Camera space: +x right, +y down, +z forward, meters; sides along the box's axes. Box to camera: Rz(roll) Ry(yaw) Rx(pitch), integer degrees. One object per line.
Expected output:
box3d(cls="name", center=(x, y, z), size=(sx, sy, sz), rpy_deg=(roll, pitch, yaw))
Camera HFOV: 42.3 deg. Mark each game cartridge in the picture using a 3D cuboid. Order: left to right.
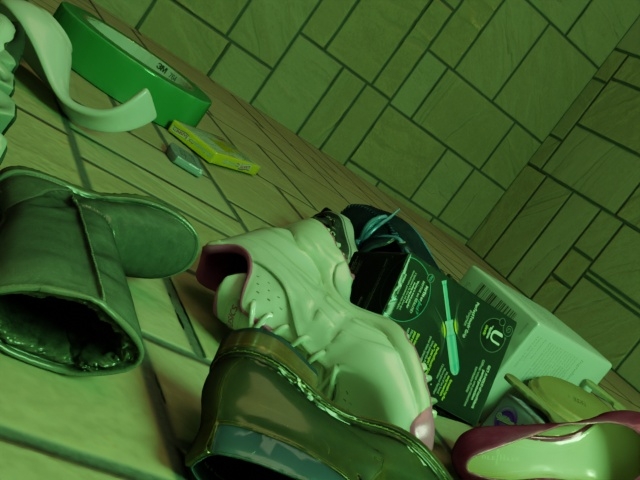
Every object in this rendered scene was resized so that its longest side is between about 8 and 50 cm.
box3d(cls="game cartridge", center=(-0.212, -0.126, 1.280), size=(0.056, 0.017, 0.083), rpy_deg=(35, 8, -24))

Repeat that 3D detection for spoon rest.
box3d(cls="spoon rest", center=(-0.340, -0.225, 1.084), size=(0.276, 0.084, 0.137), rpy_deg=(35, -24, 22))

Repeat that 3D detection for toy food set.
box3d(cls="toy food set", center=(0.303, 0.211, 0.990), size=(0.192, 0.038, 0.132), rpy_deg=(12, 21, -38))

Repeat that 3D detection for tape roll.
box3d(cls="tape roll", center=(-0.355, -0.318, 1.536), size=(0.321, 0.077, 0.321), rpy_deg=(35, 10, -7))

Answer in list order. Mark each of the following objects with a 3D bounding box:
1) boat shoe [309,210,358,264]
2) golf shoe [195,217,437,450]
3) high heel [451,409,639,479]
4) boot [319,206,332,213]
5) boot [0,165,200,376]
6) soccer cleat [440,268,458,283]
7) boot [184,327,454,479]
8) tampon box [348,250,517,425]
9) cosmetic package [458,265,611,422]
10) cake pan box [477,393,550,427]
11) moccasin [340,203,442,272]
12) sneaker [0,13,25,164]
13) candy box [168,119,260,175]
box3d(cls="boat shoe", center=(0.000, 0.000, 1.250), size=(0.076, 0.080, 0.228), rpy_deg=(34, 17, -20))
box3d(cls="golf shoe", center=(-0.015, 0.090, 0.712), size=(0.140, 0.115, 0.306), rpy_deg=(0, 31, -28))
box3d(cls="high heel", center=(0.248, 0.205, 0.785), size=(0.244, 0.082, 0.117), rpy_deg=(4, -3, 10))
box3d(cls="boot", center=(0.046, -0.005, 1.512), size=(0.099, 0.045, 0.121), rpy_deg=(29, 18, -25))
box3d(cls="boot", center=(-0.149, 0.022, 0.582), size=(0.190, 0.076, 0.208), rpy_deg=(14, 13, -30))
box3d(cls="soccer cleat", center=(0.192, 0.096, 1.492), size=(0.121, 0.093, 0.289), rpy_deg=(65, -3, -16))
box3d(cls="boot", center=(0.006, 0.160, 0.532), size=(0.219, 0.082, 0.106), rpy_deg=(38, 30, -9))
box3d(cls="tampon box", center=(0.097, 0.099, 0.855), size=(0.161, 0.120, 0.101), rpy_deg=(32, -14, -26))
box3d(cls="cosmetic package", center=(0.254, 0.157, 1.115), size=(0.184, 0.151, 0.151), rpy_deg=(29, 12, -36))
box3d(cls="cake pan box", center=(0.340, 0.307, 0.947), size=(0.267, 0.070, 0.245), rpy_deg=(30, 13, -31))
box3d(cls="moccasin", center=(0.106, 0.030, 1.281), size=(0.117, 0.137, 0.342), rpy_deg=(23, 14, -38))
box3d(cls="sneaker", center=(-0.316, -0.138, 0.627), size=(0.146, 0.122, 0.330), rpy_deg=(33, 9, -30))
box3d(cls="candy box", center=(-0.191, -0.168, 1.525), size=(0.105, 0.027, 0.206), rpy_deg=(36, 9, 16))
